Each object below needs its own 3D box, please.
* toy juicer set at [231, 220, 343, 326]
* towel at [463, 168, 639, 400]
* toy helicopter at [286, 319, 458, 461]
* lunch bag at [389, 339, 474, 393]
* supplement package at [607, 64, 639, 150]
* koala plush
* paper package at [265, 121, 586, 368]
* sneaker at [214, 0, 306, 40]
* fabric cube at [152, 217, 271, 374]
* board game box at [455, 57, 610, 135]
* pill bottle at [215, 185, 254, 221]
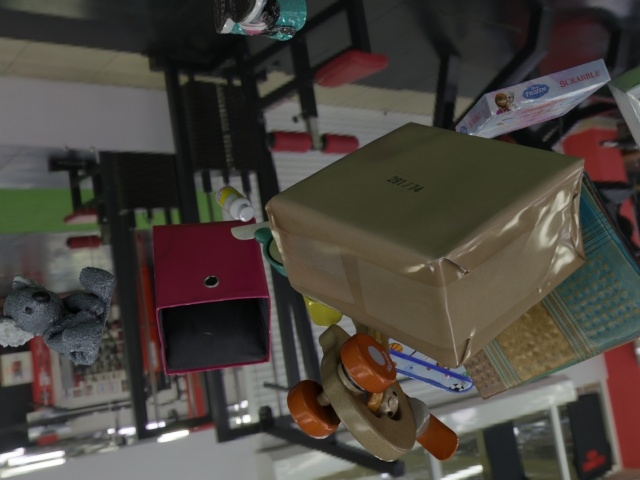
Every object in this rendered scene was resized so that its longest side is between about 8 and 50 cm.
[{"bbox_3d":[0.000,0.000,1.298,0.209,0.090,0.329,-23,-141,-21],"label":"toy juicer set"},{"bbox_3d":[0.329,0.078,1.194,0.040,0.272,0.370,-17,164,-43],"label":"towel"},{"bbox_3d":[0.092,0.200,1.149,0.140,0.235,0.355,-44,-167,20],"label":"toy helicopter"},{"bbox_3d":[0.260,0.220,1.731,0.303,0.243,0.115,22,-161,-9],"label":"lunch bag"},{"bbox_3d":[0.652,-0.194,1.288,0.198,0.263,0.199,-27,-171,18],"label":"supplement package"},{"bbox_3d":[-0.578,0.165,1.625,0.221,0.196,0.203,14,143,-13],"label":"koala plush"},{"bbox_3d":[0.150,-0.018,1.046,0.309,0.168,0.324,-32,-145,-29],"label":"paper package"},{"bbox_3d":[-0.108,-0.488,1.573,0.178,0.124,0.295,-6,-171,-19],"label":"sneaker"},{"bbox_3d":[-0.259,0.129,1.788,0.254,0.258,0.259,-5,136,-10],"label":"fabric cube"},{"bbox_3d":[0.548,-0.358,1.995,0.318,0.066,0.318,-17,175,-6],"label":"board game box"},{"bbox_3d":[-0.158,-0.067,1.401,0.043,0.043,0.083,-3,-150,-40],"label":"pill bottle"}]
